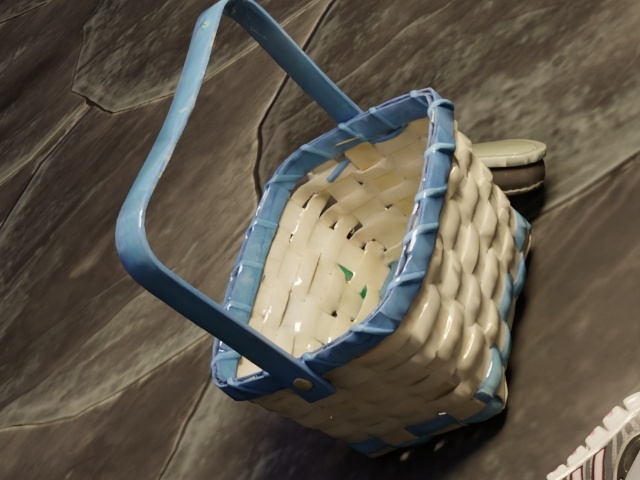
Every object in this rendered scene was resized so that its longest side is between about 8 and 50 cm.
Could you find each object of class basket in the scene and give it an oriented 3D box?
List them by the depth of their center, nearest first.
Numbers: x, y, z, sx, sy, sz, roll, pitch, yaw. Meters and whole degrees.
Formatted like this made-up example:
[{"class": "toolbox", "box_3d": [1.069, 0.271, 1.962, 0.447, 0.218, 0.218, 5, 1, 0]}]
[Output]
[{"class": "basket", "box_3d": [0.000, 0.000, 1.128, 0.201, 0.289, 0.255, -22, 35, 37]}]

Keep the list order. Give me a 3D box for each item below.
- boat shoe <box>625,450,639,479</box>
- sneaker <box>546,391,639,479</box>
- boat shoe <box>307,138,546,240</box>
[{"class": "boat shoe", "box_3d": [0.213, 0.142, 0.868, 0.267, 0.088, 0.096, -59, 5, -18]}, {"class": "sneaker", "box_3d": [0.162, 0.159, 0.942, 0.170, 0.063, 0.075, -46, 22, -11]}, {"class": "boat shoe", "box_3d": [0.087, -0.035, 1.299, 0.227, 0.069, 0.081, -5, 8, 46]}]
